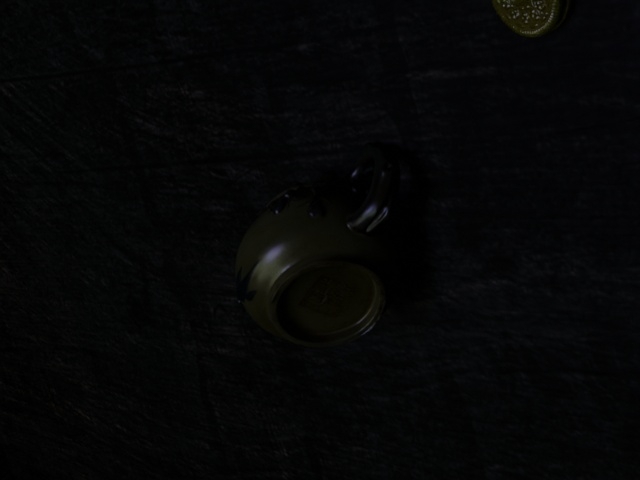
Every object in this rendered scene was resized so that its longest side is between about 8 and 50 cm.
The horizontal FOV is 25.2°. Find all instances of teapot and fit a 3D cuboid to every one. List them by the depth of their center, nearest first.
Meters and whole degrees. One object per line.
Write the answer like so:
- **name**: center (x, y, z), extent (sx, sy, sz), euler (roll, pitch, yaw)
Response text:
- **teapot**: center (0.000, 0.000, 1.492), extent (0.269, 0.173, 0.182), euler (-57, 29, 29)

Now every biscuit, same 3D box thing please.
- **biscuit**: center (0.174, -0.211, 1.190), extent (0.084, 0.023, 0.084), euler (37, 140, 39)
